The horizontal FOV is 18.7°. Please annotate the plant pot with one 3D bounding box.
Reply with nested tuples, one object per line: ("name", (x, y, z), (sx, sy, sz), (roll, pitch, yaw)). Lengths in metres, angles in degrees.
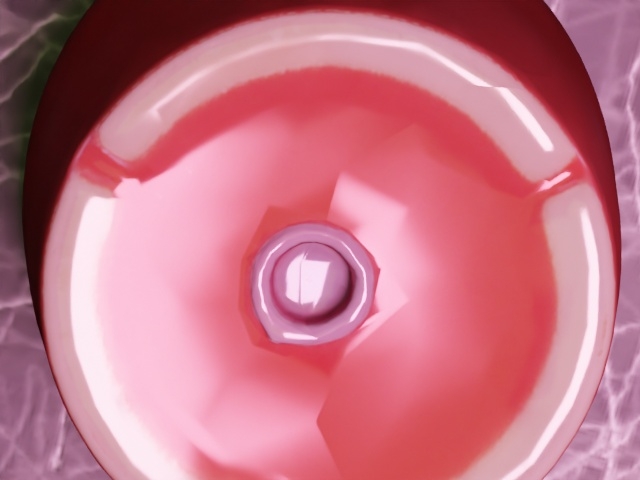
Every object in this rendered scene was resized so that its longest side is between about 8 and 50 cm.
("plant pot", (0.000, 0.000, 0.764), (0.275, 0.243, 0.275), (0, 99, 0))
